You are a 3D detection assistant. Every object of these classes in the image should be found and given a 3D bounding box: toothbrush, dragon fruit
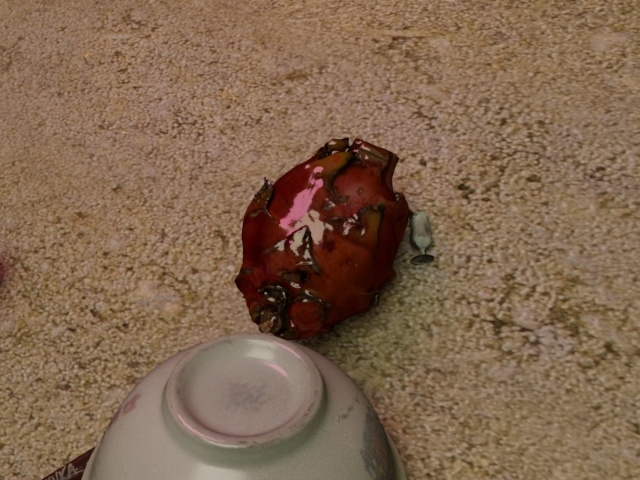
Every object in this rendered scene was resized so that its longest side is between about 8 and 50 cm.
[{"bbox_3d":[-0.501,0.440,1.037,0.364,0.041,0.040,-32,64,1],"label":"toothbrush"},{"bbox_3d":[0.001,-0.004,0.980,0.251,0.250,0.314,6,85,17],"label":"dragon fruit"}]

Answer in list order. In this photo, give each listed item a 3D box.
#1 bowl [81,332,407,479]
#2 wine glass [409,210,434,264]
[{"bbox_3d":[-0.092,0.243,0.798,0.436,0.195,0.434,2,34,-2],"label":"bowl"},{"bbox_3d":[0.159,-0.004,1.039,0.039,0.042,0.083,8,62,-23],"label":"wine glass"}]
